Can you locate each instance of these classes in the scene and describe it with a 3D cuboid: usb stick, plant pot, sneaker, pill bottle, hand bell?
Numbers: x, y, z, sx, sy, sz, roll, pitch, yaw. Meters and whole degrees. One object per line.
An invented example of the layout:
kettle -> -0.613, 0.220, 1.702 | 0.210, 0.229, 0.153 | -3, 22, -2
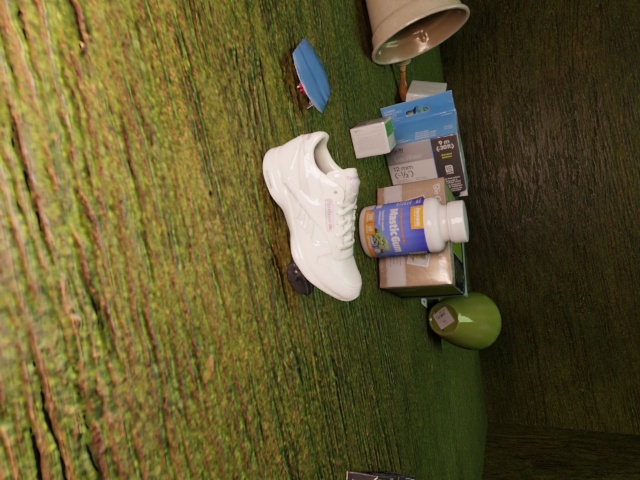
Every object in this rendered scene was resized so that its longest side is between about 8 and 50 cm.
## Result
usb stick -> 0.000, 0.000, 0.834 | 0.077, 0.045, 0.278 | 67, 30, -29
plant pot -> 0.281, -0.816, 1.339 | 0.334, 0.334, 0.305 | -23, 94, -63
sneaker -> 0.012, -0.039, 0.692 | 0.114, 0.152, 0.304 | -31, 97, -58
pill bottle -> 0.256, -0.037, 1.103 | 0.152, 0.272, 0.152 | 26, 61, -60
hand bell -> 0.339, -0.691, 1.650 | 0.241, 0.126, 0.126 | 74, 25, -42
plant pot -> 0.611, 0.353, 1.791 | 0.294, 0.275, 0.274 | 13, 71, -45

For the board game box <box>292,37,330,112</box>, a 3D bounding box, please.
board game box -> -0.029, -0.356, 0.879 | 0.133, 0.033, 0.168 | 57, 31, -33

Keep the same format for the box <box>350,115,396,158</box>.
box -> 0.152, -0.294, 1.148 | 0.101, 0.102, 0.087 | -51, 131, -57

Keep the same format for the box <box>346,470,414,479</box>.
box -> 0.143, 0.673, 0.926 | 0.307, 0.077, 0.242 | 45, 46, -52

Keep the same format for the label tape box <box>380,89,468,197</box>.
label tape box -> 0.360, -0.308, 1.403 | 0.347, 0.249, 0.115 | 68, 30, -29

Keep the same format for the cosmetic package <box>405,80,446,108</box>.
cosmetic package -> 0.440, -0.568, 1.697 | 0.183, 0.152, 0.151 | -64, 160, -49

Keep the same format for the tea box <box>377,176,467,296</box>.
tea box -> 0.341, 0.013, 1.323 | 0.324, 0.220, 0.328 | 30, 57, -59

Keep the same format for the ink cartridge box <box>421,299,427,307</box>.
ink cartridge box -> 0.469, 0.189, 1.718 | 0.104, 0.062, 0.181 | 37, 52, -56

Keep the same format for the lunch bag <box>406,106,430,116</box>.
lunch bag -> 0.374, -0.425, 1.543 | 0.219, 0.090, 0.175 | -9, 92, -59
